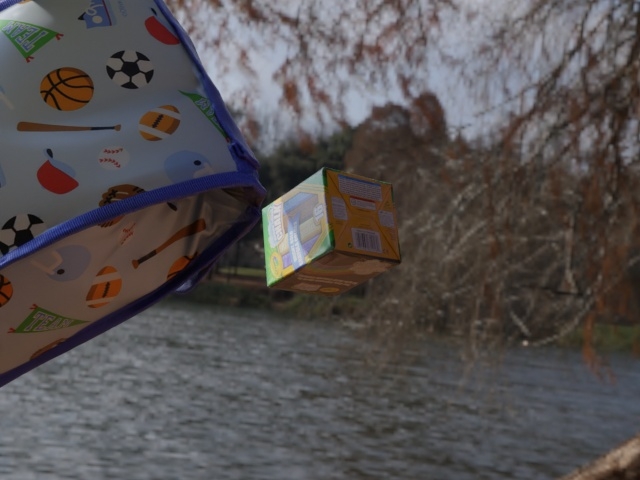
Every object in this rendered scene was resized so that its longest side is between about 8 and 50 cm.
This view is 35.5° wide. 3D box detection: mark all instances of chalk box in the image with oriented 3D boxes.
[{"bbox_3d":[0.000,0.000,1.493,0.132,0.132,0.213,11,-26,-36],"label":"chalk box"}]

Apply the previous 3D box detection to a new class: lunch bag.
[{"bbox_3d":[-0.279,-0.073,1.043,0.386,0.327,0.239,-31,-28,1],"label":"lunch bag"}]
